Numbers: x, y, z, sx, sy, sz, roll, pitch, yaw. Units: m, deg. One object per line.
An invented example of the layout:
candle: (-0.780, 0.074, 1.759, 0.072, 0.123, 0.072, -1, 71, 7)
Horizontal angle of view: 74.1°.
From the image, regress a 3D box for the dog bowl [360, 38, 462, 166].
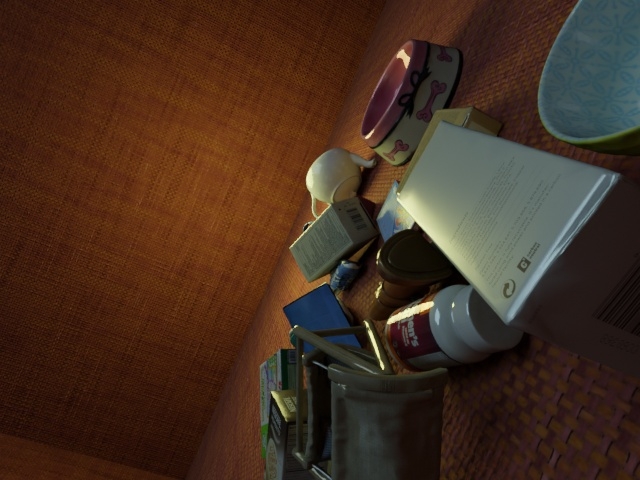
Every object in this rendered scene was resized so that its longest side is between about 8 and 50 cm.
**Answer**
dog bowl: (0.272, -0.457, 1.381, 0.408, 0.150, 0.409, -158, 90, -78)

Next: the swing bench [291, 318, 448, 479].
swing bench: (0.063, 0.288, 0.673, 0.254, 0.165, 0.254, -158, 66, -70)

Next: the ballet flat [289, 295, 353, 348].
ballet flat: (0.006, 0.247, 1.365, 0.400, 0.139, 0.139, 130, 159, -55)

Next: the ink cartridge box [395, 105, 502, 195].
ink cartridge box: (0.287, -0.183, 0.987, 0.235, 0.088, 0.193, -64, 14, 12)

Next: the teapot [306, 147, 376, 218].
teapot: (0.075, -0.235, 1.736, 0.252, 0.187, 0.256, -29, -26, -21)

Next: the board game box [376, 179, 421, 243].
board game box: (0.216, -0.057, 1.183, 0.281, 0.027, 0.145, -93, 23, -63)

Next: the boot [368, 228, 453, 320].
boot: (0.148, 0.076, 0.806, 0.283, 0.109, 0.220, -21, -24, -51)

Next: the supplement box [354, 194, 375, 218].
supplement box: (0.114, -0.072, 1.527, 0.188, 0.080, 0.104, -42, 28, 62)

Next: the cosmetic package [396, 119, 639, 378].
cosmetic package: (0.263, -0.022, 0.532, 0.385, 0.217, 0.156, -104, 38, -66)

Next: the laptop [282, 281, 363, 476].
laptop: (-0.033, 0.366, 1.010, 0.408, 0.236, 0.382, -63, 9, -25)

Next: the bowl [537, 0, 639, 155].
bowl: (0.391, -0.199, 0.426, 0.290, 0.155, 0.290, -61, 14, 26)

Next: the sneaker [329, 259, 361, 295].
sneaker: (0.080, 0.121, 1.377, 0.211, 0.080, 0.081, 117, 164, -65)

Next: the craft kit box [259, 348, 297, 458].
craft kit box: (-0.107, 0.430, 1.103, 0.247, 0.060, 0.250, 123, 146, -59)

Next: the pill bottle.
pill bottle: (0.207, 0.142, 0.687, 0.221, 0.121, 0.121, 134, 155, -59)

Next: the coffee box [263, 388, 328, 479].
coffee box: (-0.052, 0.453, 0.872, 0.141, 0.098, 0.247, -166, 80, -70)

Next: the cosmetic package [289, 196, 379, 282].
cosmetic package: (0.039, 0.003, 1.414, 0.129, 0.153, 0.296, -19, -15, -41)

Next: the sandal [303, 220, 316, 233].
sandal: (0.000, 0.000, 1.711, 0.317, 0.138, 0.126, -105, 24, -72)
